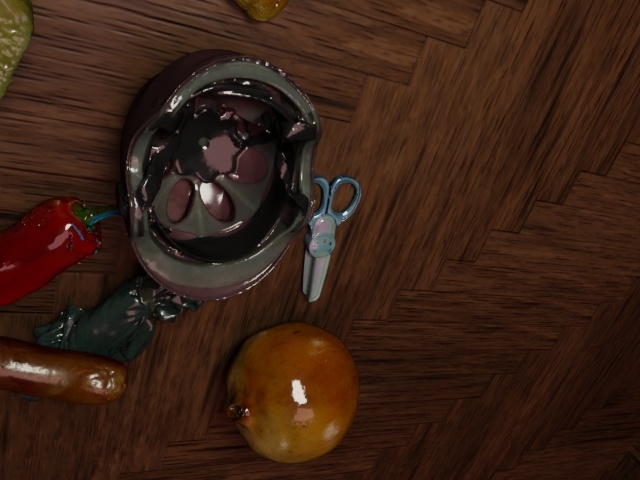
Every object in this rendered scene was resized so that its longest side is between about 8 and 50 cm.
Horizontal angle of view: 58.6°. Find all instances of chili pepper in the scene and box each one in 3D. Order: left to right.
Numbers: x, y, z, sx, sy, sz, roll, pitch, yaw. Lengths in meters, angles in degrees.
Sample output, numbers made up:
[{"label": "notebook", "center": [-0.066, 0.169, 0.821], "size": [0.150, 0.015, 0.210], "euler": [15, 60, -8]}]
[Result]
[{"label": "chili pepper", "center": [-0.435, 0.025, 0.822], "size": [0.388, 0.110, 0.110], "euler": [-29, 128, -1]}]

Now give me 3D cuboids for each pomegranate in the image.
[{"label": "pomegranate", "center": [-0.059, 0.287, 1.077], "size": [0.265, 0.264, 0.264], "euler": [-12, 125, -18]}]

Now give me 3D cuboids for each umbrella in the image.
[{"label": "umbrella", "center": [-0.345, 0.139, 0.941], "size": [0.349, 0.094, 0.143], "euler": [-38, 99, -2]}]

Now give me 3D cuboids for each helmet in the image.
[{"label": "helmet", "center": [-0.155, -0.106, 0.805], "size": [0.271, 0.197, 0.338], "euler": [-4, 122, -30]}]

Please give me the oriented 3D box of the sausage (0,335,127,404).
[{"label": "sausage", "center": [-0.436, 0.182, 0.831], "size": [0.302, 0.076, 0.103], "euler": [22, 153, -29]}]

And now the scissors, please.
[{"label": "scissors", "center": [0.000, 0.000, 1.053], "size": [0.125, 0.030, 0.255], "euler": [-3, 119, -24]}]

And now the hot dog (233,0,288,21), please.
[{"label": "hot dog", "center": [-0.140, -0.396, 0.716], "size": [0.088, 0.061, 0.286], "euler": [-38, 128, 17]}]

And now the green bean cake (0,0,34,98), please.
[{"label": "green bean cake", "center": [-0.468, -0.229, 0.627], "size": [0.233, 0.124, 0.236], "euler": [27, 107, -36]}]
